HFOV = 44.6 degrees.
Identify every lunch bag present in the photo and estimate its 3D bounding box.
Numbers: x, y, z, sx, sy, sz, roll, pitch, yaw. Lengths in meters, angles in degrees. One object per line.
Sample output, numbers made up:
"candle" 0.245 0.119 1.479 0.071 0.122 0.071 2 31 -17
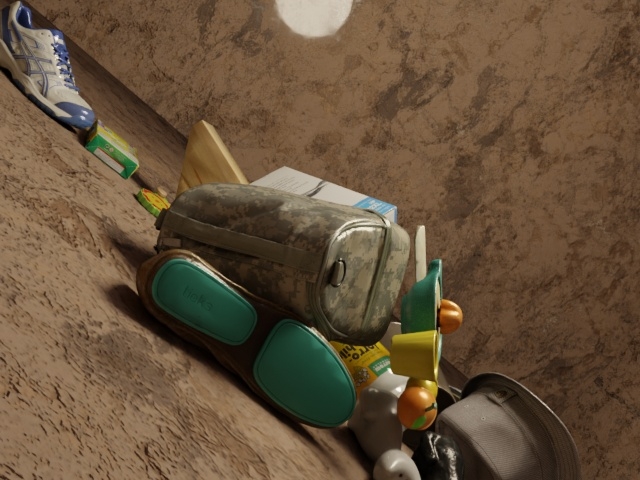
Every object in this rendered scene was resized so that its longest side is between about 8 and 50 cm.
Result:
"lunch bag" -0.058 0.025 1.141 0.305 0.212 0.256 15 -5 29

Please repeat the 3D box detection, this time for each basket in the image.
"basket" 0.174 0.286 1.516 0.204 0.154 0.227 47 6 -18

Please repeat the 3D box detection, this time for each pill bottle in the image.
"pill bottle" 0.075 0.230 1.322 0.208 0.117 0.117 45 5 29

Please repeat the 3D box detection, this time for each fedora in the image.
"fedora" 0.282 0.350 1.282 0.275 0.124 0.243 39 -43 53

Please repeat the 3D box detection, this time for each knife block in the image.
"knife block" -0.165 -0.083 1.578 0.242 0.275 0.088 13 1 5

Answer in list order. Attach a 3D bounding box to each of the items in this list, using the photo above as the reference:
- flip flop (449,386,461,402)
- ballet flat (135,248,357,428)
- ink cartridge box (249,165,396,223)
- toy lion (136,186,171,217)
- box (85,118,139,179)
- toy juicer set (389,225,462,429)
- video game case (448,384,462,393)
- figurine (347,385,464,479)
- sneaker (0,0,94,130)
"flip flop" 0.287 0.405 1.900 0.277 0.080 0.112 25 15 -19
"ballet flat" -0.099 0.125 1.008 0.342 0.116 0.124 36 -13 -24
"ink cartridge box" 0.000 0.000 1.645 0.308 0.129 0.223 23 -50 34
"toy lion" -0.301 -0.061 1.480 0.100 0.034 0.096 42 11 -5
"box" -0.423 -0.190 1.582 0.105 0.043 0.179 40 7 -23
"toy juicer set" 0.172 0.145 1.191 0.329 0.090 0.209 -71 157 -56
"video game case" 0.446 0.523 2.199 0.269 0.061 0.244 44 3 29
"figurine" 0.141 0.333 1.133 0.215 0.092 0.209 40 8 -18
"sneaker" -0.536 -0.345 1.522 0.296 0.131 0.112 44 2 3
